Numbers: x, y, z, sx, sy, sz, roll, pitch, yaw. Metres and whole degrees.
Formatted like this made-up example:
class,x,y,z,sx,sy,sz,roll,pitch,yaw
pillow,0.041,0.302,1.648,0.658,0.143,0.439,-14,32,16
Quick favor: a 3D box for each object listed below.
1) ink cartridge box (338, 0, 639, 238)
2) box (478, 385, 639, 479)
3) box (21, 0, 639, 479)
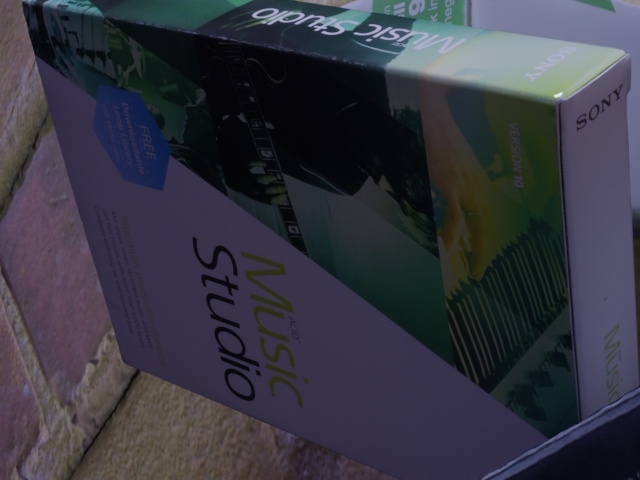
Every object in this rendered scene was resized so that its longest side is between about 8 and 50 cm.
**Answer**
class,x,y,z,sx,sy,sz,roll,pitch,yaw
ink cartridge box,0.053,-0.055,0.773,0.289,0.211,0.122,-9,80,48
box,0.254,0.227,0.408,0.212,0.293,0.396,130,131,-58
box,0.000,0.000,0.633,0.322,0.058,0.232,15,129,37
